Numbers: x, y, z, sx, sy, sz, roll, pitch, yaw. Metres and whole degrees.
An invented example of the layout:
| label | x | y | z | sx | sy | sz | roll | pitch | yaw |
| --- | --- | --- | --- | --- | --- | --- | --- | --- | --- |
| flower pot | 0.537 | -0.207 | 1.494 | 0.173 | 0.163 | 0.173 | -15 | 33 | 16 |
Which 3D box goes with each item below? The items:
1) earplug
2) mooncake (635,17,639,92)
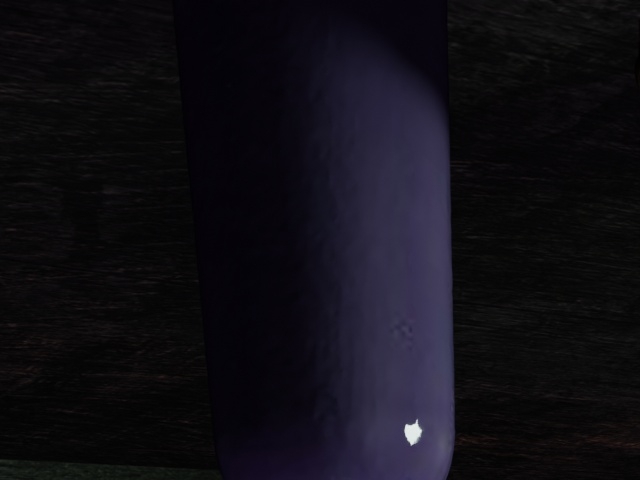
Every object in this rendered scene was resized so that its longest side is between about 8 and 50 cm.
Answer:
| label | x | y | z | sx | sy | sz | roll | pitch | yaw |
| --- | --- | --- | --- | --- | --- | --- | --- | --- | --- |
| earplug | 0.000 | 0.000 | 1.327 | 0.215 | 0.456 | 0.215 | -2 | 160 | -1 |
| mooncake | 0.369 | -0.163 | 1.228 | 0.324 | 0.187 | 0.324 | 10 | 149 | 6 |
